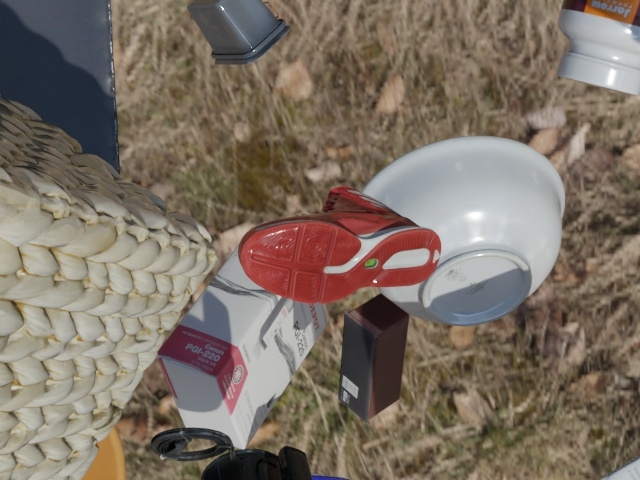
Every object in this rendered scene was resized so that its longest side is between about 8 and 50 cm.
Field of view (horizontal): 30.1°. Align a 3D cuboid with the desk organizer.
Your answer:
[{"bbox_3d":[0.055,0.122,1.231,0.050,0.130,0.047,-29,50,-32],"label":"desk organizer"}]

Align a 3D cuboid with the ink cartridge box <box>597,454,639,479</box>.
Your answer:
[{"bbox_3d":[0.294,0.291,1.217,0.239,0.275,0.060,-28,66,-6],"label":"ink cartridge box"}]

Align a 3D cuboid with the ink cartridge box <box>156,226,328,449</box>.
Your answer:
[{"bbox_3d":[-0.088,0.117,1.442,0.092,0.159,0.218,16,53,25],"label":"ink cartridge box"}]

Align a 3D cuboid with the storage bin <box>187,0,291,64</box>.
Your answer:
[{"bbox_3d":[-0.113,-0.302,1.606,0.098,0.091,0.135,-45,27,-16],"label":"storage bin"}]

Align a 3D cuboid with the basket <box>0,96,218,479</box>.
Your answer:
[{"bbox_3d":[-0.274,0.018,0.572,0.328,0.331,0.266,33,93,12],"label":"basket"}]

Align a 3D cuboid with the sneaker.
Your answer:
[{"bbox_3d":[0.000,0.000,1.201,0.221,0.087,0.128,4,19,-31],"label":"sneaker"}]

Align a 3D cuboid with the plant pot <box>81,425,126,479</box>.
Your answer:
[{"bbox_3d":[-0.349,0.255,1.111,0.203,0.291,0.291,13,60,28],"label":"plant pot"}]

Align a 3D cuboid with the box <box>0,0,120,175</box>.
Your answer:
[{"bbox_3d":[-0.296,-0.125,1.045,0.178,0.313,0.343,-3,6,-21],"label":"box"}]

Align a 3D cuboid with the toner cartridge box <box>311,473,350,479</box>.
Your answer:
[{"bbox_3d":[-0.018,0.437,1.241,0.075,0.165,0.348,10,51,-15],"label":"toner cartridge box"}]

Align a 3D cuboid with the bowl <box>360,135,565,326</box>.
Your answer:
[{"bbox_3d":[0.190,0.017,1.541,0.297,0.298,0.134,-15,47,4],"label":"bowl"}]

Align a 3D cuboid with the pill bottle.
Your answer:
[{"bbox_3d":[0.229,-0.189,0.890,0.086,0.086,0.152,19,101,25],"label":"pill bottle"}]

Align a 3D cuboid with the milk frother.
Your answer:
[{"bbox_3d":[-0.082,0.242,1.039,0.143,0.129,0.135,10,36,-19],"label":"milk frother"}]
